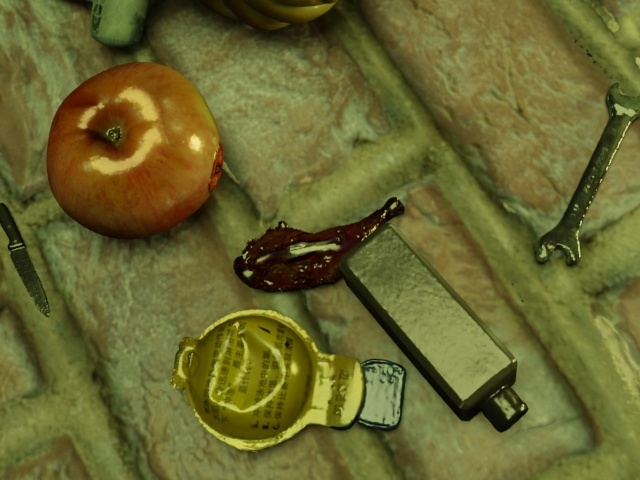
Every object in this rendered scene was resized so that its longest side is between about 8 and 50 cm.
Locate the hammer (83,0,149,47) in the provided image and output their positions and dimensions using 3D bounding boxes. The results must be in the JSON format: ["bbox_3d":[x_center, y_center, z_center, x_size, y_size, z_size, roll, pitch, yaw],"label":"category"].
[{"bbox_3d":[-0.308,-0.327,1.255,0.194,0.069,0.116,21,106,32],"label":"hammer"}]

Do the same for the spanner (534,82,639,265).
[{"bbox_3d":[0.313,-0.078,1.077,0.054,0.015,0.254,25,74,16],"label":"spanner"}]

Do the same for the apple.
[{"bbox_3d":[-0.215,-0.104,1.096,0.210,0.164,0.209,-3,70,9],"label":"apple"}]

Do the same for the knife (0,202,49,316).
[{"bbox_3d":[-0.365,0.023,1.152,0.023,0.010,0.170,-30,68,-4],"label":"knife"}]

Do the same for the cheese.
[{"bbox_3d":[-0.034,0.154,1.014,0.250,0.064,0.156,9,70,3],"label":"cheese"}]

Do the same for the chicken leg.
[{"bbox_3d":[-0.001,0.006,1.080,0.205,0.053,0.093,-8,52,2],"label":"chicken leg"}]

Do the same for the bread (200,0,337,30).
[{"bbox_3d":[-0.094,-0.386,1.120,0.333,0.333,0.160,18,46,16],"label":"bread"}]

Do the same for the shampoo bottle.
[{"bbox_3d":[0.123,0.097,1.002,0.079,0.080,0.246,-38,66,-5],"label":"shampoo bottle"}]
